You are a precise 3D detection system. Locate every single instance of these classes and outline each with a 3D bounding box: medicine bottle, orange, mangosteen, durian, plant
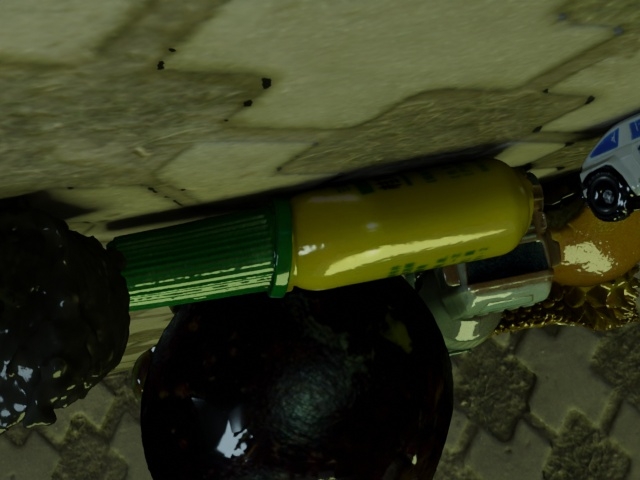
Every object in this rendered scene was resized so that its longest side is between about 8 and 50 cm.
[{"bbox_3d":[0.000,0.000,0.837,0.309,0.076,0.111,-12,177,-10],"label":"medicine bottle"},{"bbox_3d":[0.258,-0.011,1.108,0.170,0.112,0.160,0,173,-3],"label":"orange"},{"bbox_3d":[-0.030,0.126,0.965,0.288,0.288,0.288,-12,173,-2],"label":"mangosteen"},{"bbox_3d":[0.236,0.031,1.310,0.249,0.183,0.138,-9,136,-4],"label":"durian"},{"bbox_3d":[-0.198,0.046,0.672,0.131,0.142,0.203,-5,-175,19],"label":"plant"}]

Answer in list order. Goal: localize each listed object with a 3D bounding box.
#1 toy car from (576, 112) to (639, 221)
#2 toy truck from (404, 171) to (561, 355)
[{"bbox_3d":[0.255,-0.061,0.824,0.080,0.070,0.170,-7,170,-36],"label":"toy car"},{"bbox_3d":[0.131,0.032,1.056,0.108,0.140,0.256,-10,173,-12],"label":"toy truck"}]
